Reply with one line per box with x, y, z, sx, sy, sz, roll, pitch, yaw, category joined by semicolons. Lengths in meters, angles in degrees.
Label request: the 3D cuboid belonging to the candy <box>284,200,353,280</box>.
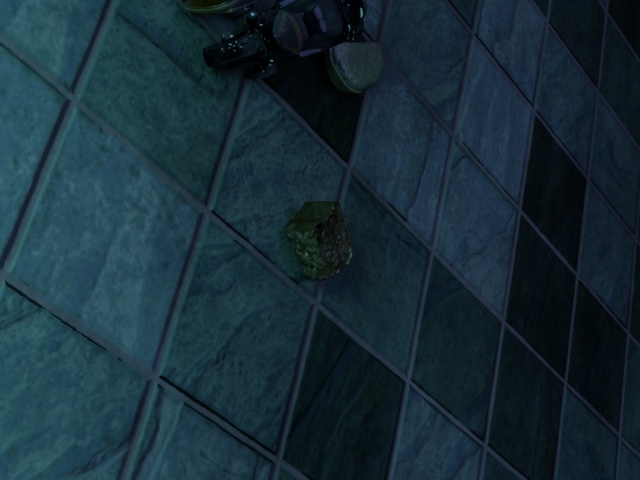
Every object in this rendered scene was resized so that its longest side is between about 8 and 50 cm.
0.000;0.000;1.706;0.095;0.085;0.110;-46;121;-38;candy

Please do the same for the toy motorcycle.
-0.034;-0.304;1.674;0.307;0.173;0.108;-36;110;-53;toy motorcycle

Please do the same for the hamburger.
0.052;-0.273;1.881;0.121;0.054;0.084;-7;90;-51;hamburger

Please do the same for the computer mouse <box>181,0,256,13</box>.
-0.112;-0.358;1.651;0.199;0.102;0.045;-36;125;-50;computer mouse
